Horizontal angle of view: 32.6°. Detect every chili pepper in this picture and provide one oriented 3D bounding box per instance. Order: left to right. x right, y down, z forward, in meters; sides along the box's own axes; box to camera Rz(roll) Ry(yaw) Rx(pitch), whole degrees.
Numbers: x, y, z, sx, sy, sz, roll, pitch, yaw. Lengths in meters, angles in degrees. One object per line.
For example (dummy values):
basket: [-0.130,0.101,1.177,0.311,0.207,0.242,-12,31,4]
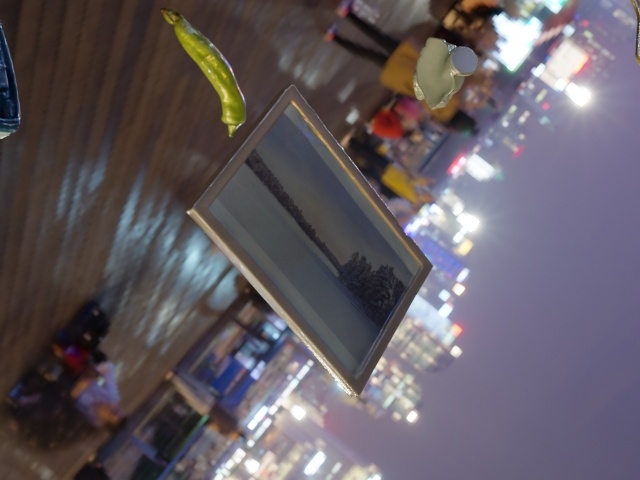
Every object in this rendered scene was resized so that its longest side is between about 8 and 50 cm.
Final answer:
chili pepper: [-0.154,-0.247,1.558,0.043,0.208,0.049,-38,-160,-31]

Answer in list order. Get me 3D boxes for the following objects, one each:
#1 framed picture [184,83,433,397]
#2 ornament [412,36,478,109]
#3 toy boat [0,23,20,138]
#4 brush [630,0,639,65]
framed picture: [0.000,0.000,1.209,0.016,0.289,0.213,-14,-147,47]
ornament: [0.117,-0.165,1.080,0.092,0.041,0.068,-139,-129,-62]
toy boat: [-0.416,-0.245,1.231,0.062,0.299,0.096,-31,160,34]
brush: [0.409,-0.266,1.379,0.011,0.083,0.205,-32,-157,35]
